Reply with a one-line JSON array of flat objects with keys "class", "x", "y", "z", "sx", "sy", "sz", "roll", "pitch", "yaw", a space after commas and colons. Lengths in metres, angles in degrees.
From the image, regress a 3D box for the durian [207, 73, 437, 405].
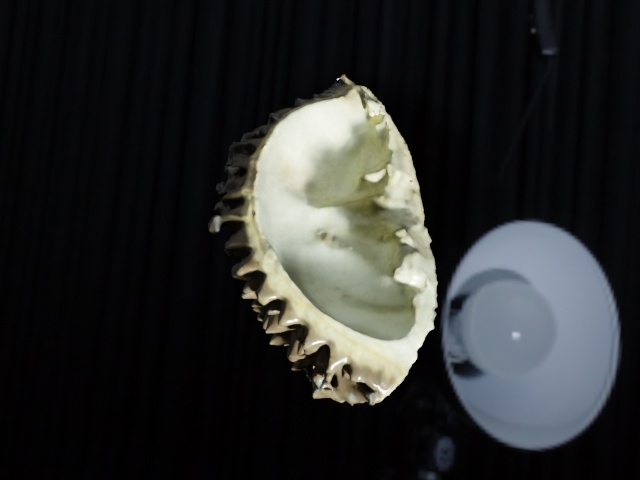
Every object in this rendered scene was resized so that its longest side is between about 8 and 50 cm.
[{"class": "durian", "x": -0.001, "y": -0.006, "z": 0.350, "sx": 0.066, "sy": 0.130, "sz": 0.052, "roll": -19, "pitch": 145, "yaw": 18}]
